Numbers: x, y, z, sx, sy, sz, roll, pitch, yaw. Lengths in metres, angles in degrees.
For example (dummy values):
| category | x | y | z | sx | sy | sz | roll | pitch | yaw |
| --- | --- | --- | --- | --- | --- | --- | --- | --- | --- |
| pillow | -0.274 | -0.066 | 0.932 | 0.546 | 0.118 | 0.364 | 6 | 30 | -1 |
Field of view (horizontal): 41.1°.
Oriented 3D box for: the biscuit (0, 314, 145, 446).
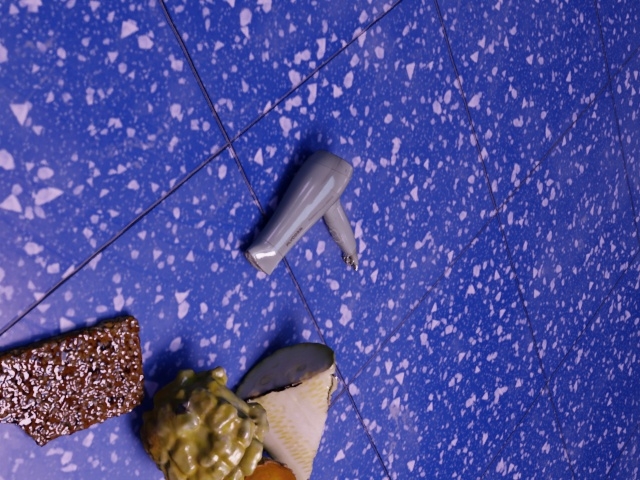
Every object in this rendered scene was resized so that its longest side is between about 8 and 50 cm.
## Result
| category | x | y | z | sx | sy | sz | roll | pitch | yaw |
| --- | --- | --- | --- | --- | --- | --- | --- | --- | --- |
| biscuit | -0.318 | 0.180 | 1.041 | 0.237 | 0.026 | 0.131 | -16 | 109 | -44 |

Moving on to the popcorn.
| category | x | y | z | sx | sy | sz | roll | pitch | yaw |
| --- | --- | --- | --- | --- | --- | --- | --- | --- | --- |
| popcorn | -0.155 | 0.252 | 1.135 | 0.142 | 0.173 | 0.173 | -14 | 109 | -51 |

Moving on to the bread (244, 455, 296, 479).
| category | x | y | z | sx | sy | sz | roll | pitch | yaw |
| --- | --- | --- | --- | --- | --- | --- | --- | --- | --- |
| bread | -0.110 | 0.411 | 1.255 | 0.132 | 0.114 | 0.190 | 18 | 81 | -44 |

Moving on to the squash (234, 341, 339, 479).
| category | x | y | z | sx | sy | sz | roll | pitch | yaw |
| --- | --- | --- | --- | --- | --- | --- | --- | --- | --- |
| squash | -0.008 | 0.275 | 1.325 | 0.169 | 0.093 | 0.252 | -23 | 126 | 10 |

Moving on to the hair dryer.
| category | x | y | z | sx | sy | sz | roll | pitch | yaw |
| --- | --- | --- | --- | --- | --- | --- | --- | --- | --- |
| hair dryer | 0.000 | 0.000 | 1.316 | 0.206 | 0.075 | 0.237 | -55 | 141 | -13 |
